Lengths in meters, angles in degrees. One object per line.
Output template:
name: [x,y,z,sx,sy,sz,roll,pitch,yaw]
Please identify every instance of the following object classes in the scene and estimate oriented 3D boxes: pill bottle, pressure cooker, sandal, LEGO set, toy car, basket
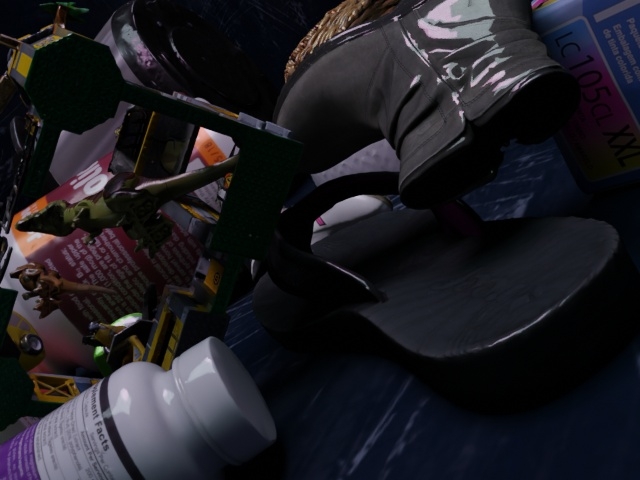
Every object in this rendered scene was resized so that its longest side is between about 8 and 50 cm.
pill bottle: [-0.247,0.018,0.996,0.392,0.224,0.224,-35,13,-7]
pressure cooker: [-0.305,-0.163,1.433,0.420,0.370,0.375,-43,9,23]
sandal: [0.048,0.004,0.601,0.167,0.107,0.445,-38,14,-18]
LEGO set: [-0.175,-0.010,0.636,0.254,0.332,0.192,5,15,-32]
toy car: [-0.248,0.119,0.835,0.224,0.239,0.053,-13,55,-8]
basket: [0.069,-0.306,1.390,0.299,0.214,0.223,-41,22,-27]
pill bottle: [-0.130,0.146,0.517,0.193,0.108,0.108,-32,13,3]

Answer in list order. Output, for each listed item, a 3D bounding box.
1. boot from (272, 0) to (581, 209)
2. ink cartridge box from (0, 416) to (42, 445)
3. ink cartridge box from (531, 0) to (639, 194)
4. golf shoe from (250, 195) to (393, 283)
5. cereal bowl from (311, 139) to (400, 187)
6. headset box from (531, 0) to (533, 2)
boot: [0.053,-0.085,0.562,0.246,0.083,0.161,-36,41,35]
ink cartridge box: [-0.264,0.182,0.701,0.063,0.109,0.150,-36,13,-14]
ink cartridge box: [0.357,-0.196,0.512,0.395,0.151,0.270,-15,23,50]
golf shoe: [0.000,0.000,0.860,0.186,0.067,0.086,-20,47,39]
cereal bowl: [0.115,-0.193,1.085,0.339,0.141,0.339,-31,14,8]
headset box: [0.315,-0.387,1.062,0.131,0.246,0.283,-31,13,13]
